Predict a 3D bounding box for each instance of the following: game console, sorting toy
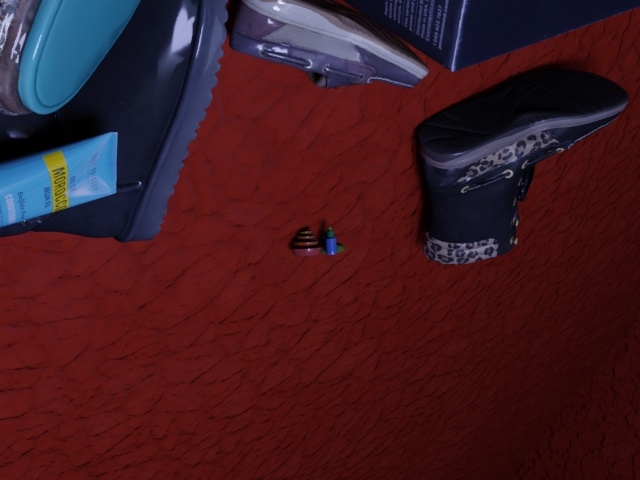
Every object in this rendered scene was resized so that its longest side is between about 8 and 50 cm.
[{"bbox_3d":[0.366,-0.136,1.364,0.107,0.071,0.122,-58,156,-36],"label":"game console"},{"bbox_3d":[0.000,0.000,1.124,0.102,0.061,0.042,-7,97,-48],"label":"sorting toy"}]

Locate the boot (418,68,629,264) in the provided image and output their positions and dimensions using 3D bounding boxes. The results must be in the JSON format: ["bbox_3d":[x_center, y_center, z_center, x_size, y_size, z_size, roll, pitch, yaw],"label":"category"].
[{"bbox_3d":[0.333,-0.121,1.232,0.377,0.138,0.284,-22,139,-17],"label":"boot"}]

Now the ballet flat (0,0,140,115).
[{"bbox_3d":[-0.141,-0.317,0.529,0.482,0.182,0.164,-57,180,-13],"label":"ballet flat"}]

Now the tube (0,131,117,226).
[{"bbox_3d":[-0.271,-0.039,0.605,0.207,0.052,0.080,-22,156,-31],"label":"tube"}]

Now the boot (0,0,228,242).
[{"bbox_3d":[-0.326,-0.135,0.610,0.445,0.146,0.367,-3,126,-37],"label":"boot"}]

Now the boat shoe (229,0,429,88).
[{"bbox_3d":[0.013,-0.231,0.863,0.285,0.103,0.092,8,125,-43],"label":"boat shoe"}]

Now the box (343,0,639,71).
[{"bbox_3d":[0.166,-0.351,0.704,0.343,0.312,0.179,-23,140,-25],"label":"box"}]
